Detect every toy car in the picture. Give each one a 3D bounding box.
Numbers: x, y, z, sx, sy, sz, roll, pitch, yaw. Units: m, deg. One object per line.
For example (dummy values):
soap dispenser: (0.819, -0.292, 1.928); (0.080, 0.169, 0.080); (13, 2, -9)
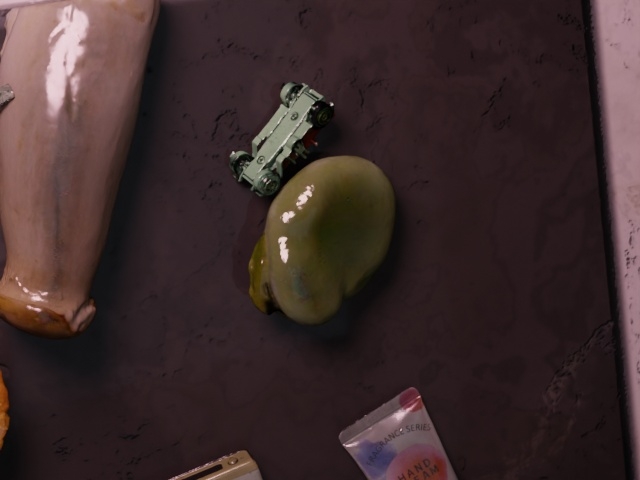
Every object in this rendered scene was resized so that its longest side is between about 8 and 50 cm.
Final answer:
toy car: (-0.044, -0.119, 1.139); (0.143, 0.073, 0.054); (-54, 144, 1)

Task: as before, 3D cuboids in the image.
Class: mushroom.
mushroom: (-0.286, -0.099, 1.042); (0.154, 0.137, 0.408); (12, 89, -30)

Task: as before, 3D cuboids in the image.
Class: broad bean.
broad bean: (0.000, 0.000, 1.163); (0.228, 0.100, 0.169); (-44, 113, -17)

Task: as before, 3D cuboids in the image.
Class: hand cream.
hand cream: (0.154, 0.369, 1.278); (0.124, 0.078, 0.341); (-30, 101, -9)

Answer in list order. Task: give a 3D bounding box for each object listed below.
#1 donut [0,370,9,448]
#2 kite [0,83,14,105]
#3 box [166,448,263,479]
donut: (-0.498, 0.180, 1.034); (0.302, 0.110, 0.303); (-3, 101, -18)
kite: (-0.427, -0.100, 1.011); (0.250, 0.012, 0.229); (-23, 91, 14)
box: (-0.180, 0.403, 1.193); (0.270, 0.045, 0.211); (-22, 104, -12)
